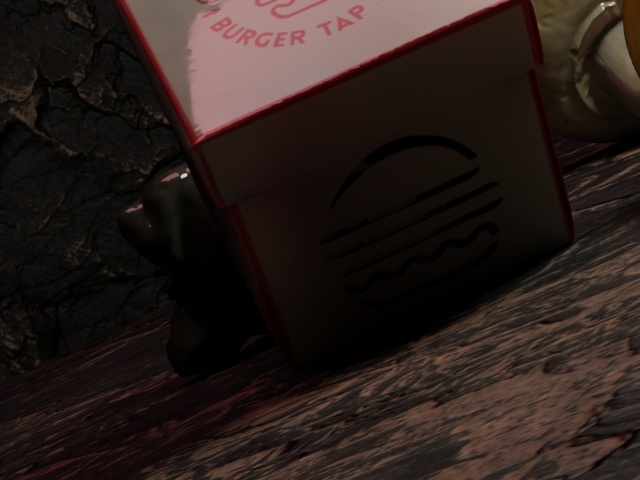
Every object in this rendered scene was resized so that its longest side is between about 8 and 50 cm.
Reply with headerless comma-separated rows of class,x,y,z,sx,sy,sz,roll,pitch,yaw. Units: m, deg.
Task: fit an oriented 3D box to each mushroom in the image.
mushroom,0.403,-0.278,2.516,0.353,0.353,0.325,-24,-18,0

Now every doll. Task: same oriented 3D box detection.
doll,-0.015,-0.031,2.003,0.382,0.252,0.378,-32,6,-23

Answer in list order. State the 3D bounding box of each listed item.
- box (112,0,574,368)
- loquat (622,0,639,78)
box,0.021,-0.124,1.744,0.314,0.300,0.312,-24,40,-5
loquat,0.411,-0.218,1.754,0.263,0.263,0.263,-24,3,1
